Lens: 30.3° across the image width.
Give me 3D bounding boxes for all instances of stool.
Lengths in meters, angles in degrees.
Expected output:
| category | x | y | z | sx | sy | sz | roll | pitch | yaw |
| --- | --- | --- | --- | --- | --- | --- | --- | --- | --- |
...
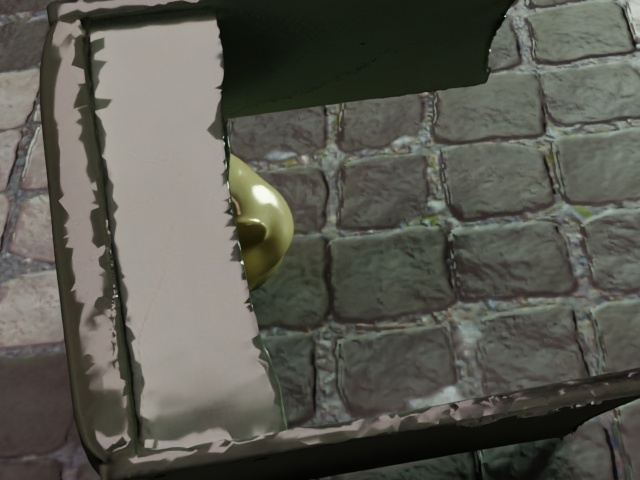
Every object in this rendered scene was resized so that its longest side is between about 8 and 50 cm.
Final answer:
| category | x | y | z | sx | sy | sz | roll | pitch | yaw |
| --- | --- | --- | --- | --- | --- | --- | --- | --- | --- |
| stool | 0.000 | 0.000 | 0.645 | 0.270 | 0.170 | 0.243 | -8 | 74 | -5 |

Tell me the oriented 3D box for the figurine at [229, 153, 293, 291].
| category | x | y | z | sx | sy | sz | roll | pitch | yaw |
| --- | --- | --- | --- | --- | --- | --- | --- | --- | --- |
| figurine | -0.099 | 0.030 | 0.773 | 0.108 | 0.114 | 0.196 | 30 | 66 | 6 |
